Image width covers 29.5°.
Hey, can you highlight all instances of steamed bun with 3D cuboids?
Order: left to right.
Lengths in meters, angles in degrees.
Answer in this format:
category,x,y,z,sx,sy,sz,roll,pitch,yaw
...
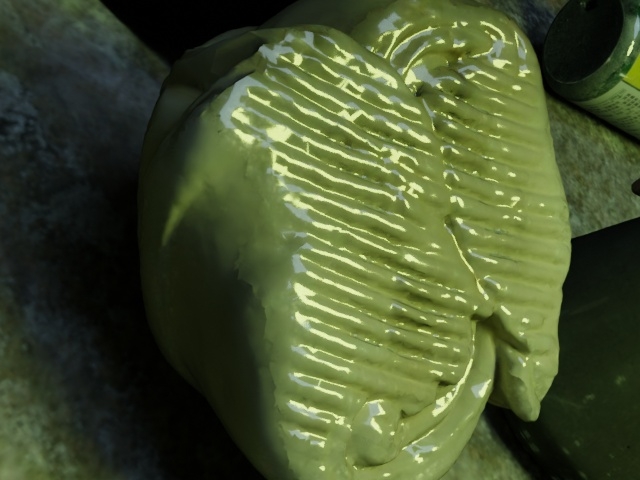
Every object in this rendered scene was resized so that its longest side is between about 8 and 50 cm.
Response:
category,x,y,z,sx,sy,sz,roll,pitch,yaw
steamed bun,0.008,-0.003,0.829,0.310,0.219,0.324,-22,102,-37

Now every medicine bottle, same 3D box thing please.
category,x,y,z,sx,sy,sz,roll,pitch,yaw
medicine bottle,0.406,-0.184,1.440,0.293,0.141,0.141,22,46,-34

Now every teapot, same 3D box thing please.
category,x,y,z,sx,sy,sz,roll,pitch,yaw
teapot,0.328,0.042,1.007,0.253,0.344,0.300,27,43,-31

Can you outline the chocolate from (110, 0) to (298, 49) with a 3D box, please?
category,x,y,z,sx,sy,sz,roll,pitch,yaw
chocolate,-0.081,-0.308,0.980,0.340,0.225,0.210,48,29,-11
